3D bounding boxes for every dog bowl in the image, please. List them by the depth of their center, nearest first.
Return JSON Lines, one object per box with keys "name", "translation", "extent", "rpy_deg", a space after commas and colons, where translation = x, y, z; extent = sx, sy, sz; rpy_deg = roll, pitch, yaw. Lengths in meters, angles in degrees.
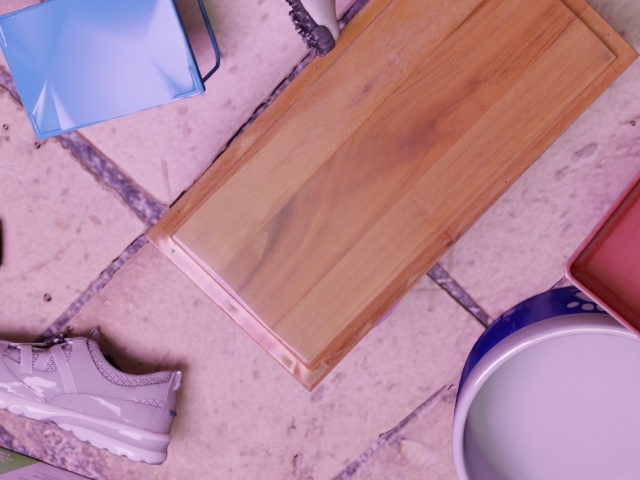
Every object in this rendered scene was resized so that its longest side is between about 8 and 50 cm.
{"name": "dog bowl", "translation": [0.264, 0.183, 1.199], "extent": [0.265, 0.104, 0.265], "rpy_deg": [3, 112, 8]}

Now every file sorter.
{"name": "file sorter", "translation": [-0.194, -0.183, 1.135], "extent": [0.170, 0.104, 0.118], "rpy_deg": [-14, 108, 14]}

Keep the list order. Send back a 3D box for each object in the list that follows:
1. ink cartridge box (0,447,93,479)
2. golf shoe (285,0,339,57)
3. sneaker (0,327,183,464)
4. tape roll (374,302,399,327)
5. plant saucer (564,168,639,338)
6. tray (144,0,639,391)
{"name": "ink cartridge box", "translation": [-0.360, 0.345, 1.279], "extent": [0.198, 0.273, 0.114], "rpy_deg": [20, 113, 2]}
{"name": "golf shoe", "translation": [0.001, -0.250, 1.044], "extent": [0.094, 0.198, 0.077], "rpy_deg": [-17, 152, 5]}
{"name": "sneaker", "translation": [-0.277, 0.143, 1.300], "extent": [0.281, 0.105, 0.115], "rpy_deg": [21, 79, 6]}
{"name": "tape roll", "translation": [0.000, 0.000, 1.187], "extent": [0.189, 0.080, 0.189], "rpy_deg": [4, 111, 9]}
{"name": "plant saucer", "translation": [0.387, 0.009, 1.092], "extent": [0.259, 0.048, 0.258], "rpy_deg": [39, 87, -4]}
{"name": "tray", "translation": [0.061, -0.084, 1.075], "extent": [0.203, 0.076, 0.411], "rpy_deg": [44, 95, -4]}
